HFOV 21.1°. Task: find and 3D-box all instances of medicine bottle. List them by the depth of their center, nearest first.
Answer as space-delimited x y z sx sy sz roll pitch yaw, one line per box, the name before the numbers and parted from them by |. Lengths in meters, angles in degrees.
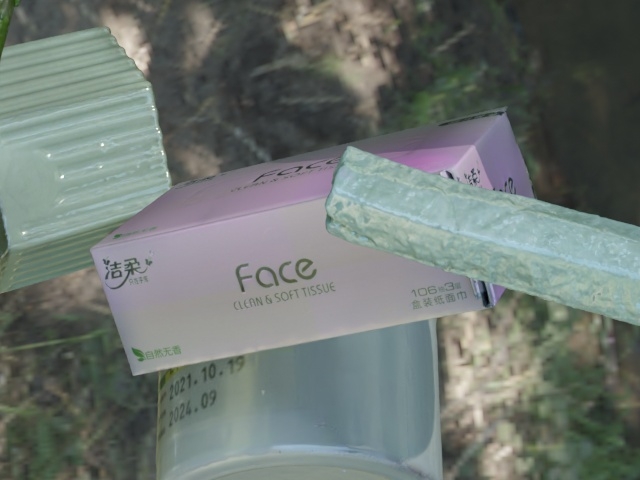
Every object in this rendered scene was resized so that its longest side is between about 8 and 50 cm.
medicine bottle | -0.019 0.115 1.428 0.238 0.238 0.232 24 53 -35

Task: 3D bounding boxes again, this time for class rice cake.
rice cake | 0.122 0.007 0.856 0.245 0.042 0.045 16 41 3

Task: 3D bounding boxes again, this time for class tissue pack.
tissue pack | 0.000 0.000 1.075 0.148 0.246 0.092 -47 122 -64

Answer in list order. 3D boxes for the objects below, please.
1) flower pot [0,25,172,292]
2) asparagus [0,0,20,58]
flower pot | -0.272 -0.082 1.725 0.189 0.209 0.239 -18 103 -23
asparagus | -0.229 -0.132 1.167 0.027 0.034 0.236 37 59 -51
